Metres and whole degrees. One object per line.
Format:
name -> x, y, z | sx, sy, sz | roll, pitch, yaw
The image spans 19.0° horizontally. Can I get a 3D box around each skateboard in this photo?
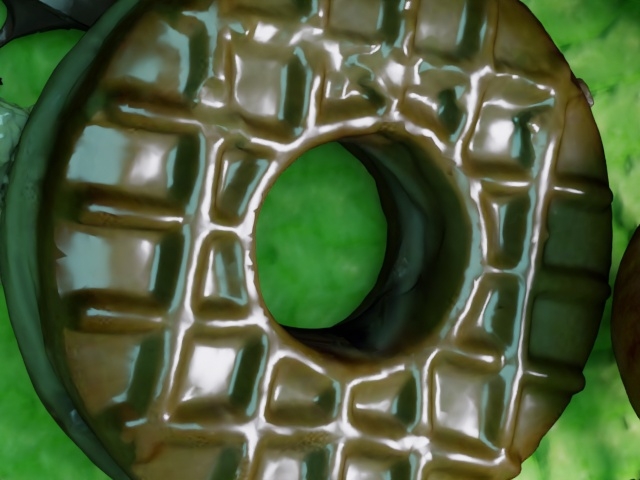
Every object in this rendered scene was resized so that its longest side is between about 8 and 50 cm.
skateboard -> -0.149, -0.117, 1.012 | 0.151, 0.067, 0.080 | 13, 94, -3

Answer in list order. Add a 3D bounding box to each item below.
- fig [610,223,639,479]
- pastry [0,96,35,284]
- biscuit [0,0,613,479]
fig -> 0.225, 0.064, 0.983 | 0.148, 0.149, 0.202 | -21, 119, -14
pastry -> -0.249, -0.054, 0.970 | 0.258, 0.089, 0.121 | 25, 112, -3
biscuit -> 0.000, 0.000, 0.970 | 0.332, 0.103, 0.332 | -2, 94, -24
